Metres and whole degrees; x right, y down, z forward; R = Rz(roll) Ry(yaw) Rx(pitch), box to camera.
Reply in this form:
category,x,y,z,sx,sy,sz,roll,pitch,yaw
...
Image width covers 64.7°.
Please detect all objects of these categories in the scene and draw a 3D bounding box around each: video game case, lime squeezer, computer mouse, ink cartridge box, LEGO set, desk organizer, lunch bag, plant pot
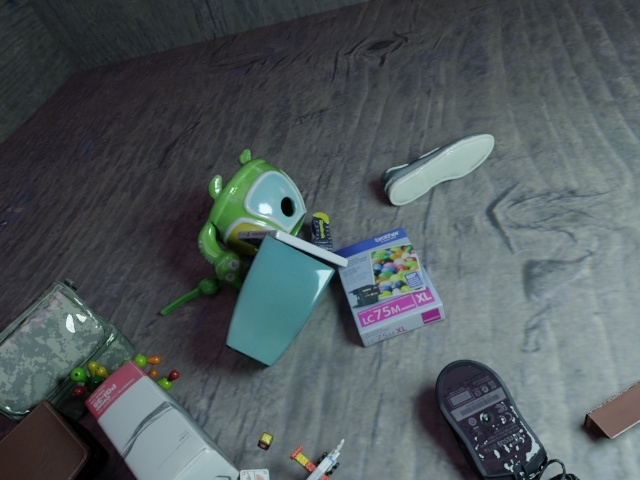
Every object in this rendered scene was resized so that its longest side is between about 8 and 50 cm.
category,x,y,z,sx,sy,sz,roll,pitch,yaw
video game case,-0.067,0.019,1.174,0.184,0.201,0.023,0,70,54
lime squeezer,-0.263,0.137,1.298,0.311,0.059,0.109,-4,75,18
computer mouse,0.279,0.331,0.836,0.189,0.072,0.272,-21,53,-1
ink cartridge box,0.140,0.081,1.162,0.186,0.065,0.311,-20,40,2
LEGO set,-0.037,0.422,0.827,0.183,0.060,0.244,5,37,-17
desk organizer,0.495,0.274,0.810,0.130,0.047,0.050,-28,44,-6
ink cartridge box,-0.275,0.375,0.922,0.117,0.207,0.283,-44,45,-21
lunch bag,-0.630,0.267,1.157,0.213,0.256,0.305,17,55,37
plant pot,-0.105,0.143,1.090,0.166,0.165,0.234,28,72,-1

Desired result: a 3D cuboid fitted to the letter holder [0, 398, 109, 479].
category,x,y,z,sx,sy,sz,roll,pitch,yaw
letter holder,-0.559,0.503,0.959,0.215,0.152,0.302,22,58,36

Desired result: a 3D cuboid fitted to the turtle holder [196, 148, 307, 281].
category,x,y,z,sx,sy,sz,roll,pitch,yaw
turtle holder,-0.177,-0.065,1.312,0.228,0.243,0.320,32,30,5

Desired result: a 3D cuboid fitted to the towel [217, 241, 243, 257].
category,x,y,z,sx,sy,sz,roll,pitch,yaw
towel,-0.256,0.001,1.447,0.113,0.023,0.152,-28,42,-5

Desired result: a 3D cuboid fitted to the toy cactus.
category,x,y,z,sx,sy,sz,roll,pitch,yaw
toy cactus,-0.438,0.327,1.103,0.180,0.219,0.112,-51,50,31

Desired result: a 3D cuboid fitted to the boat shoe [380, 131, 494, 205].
category,x,y,z,sx,sy,sz,roll,pitch,yaw
boat shoe,0.307,-0.211,1.353,0.320,0.116,0.099,-29,45,0

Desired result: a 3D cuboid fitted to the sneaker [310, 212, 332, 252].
category,x,y,z,sx,sy,sz,roll,pitch,yaw
sneaker,0.000,0.000,1.319,0.053,0.059,0.144,6,60,-10
